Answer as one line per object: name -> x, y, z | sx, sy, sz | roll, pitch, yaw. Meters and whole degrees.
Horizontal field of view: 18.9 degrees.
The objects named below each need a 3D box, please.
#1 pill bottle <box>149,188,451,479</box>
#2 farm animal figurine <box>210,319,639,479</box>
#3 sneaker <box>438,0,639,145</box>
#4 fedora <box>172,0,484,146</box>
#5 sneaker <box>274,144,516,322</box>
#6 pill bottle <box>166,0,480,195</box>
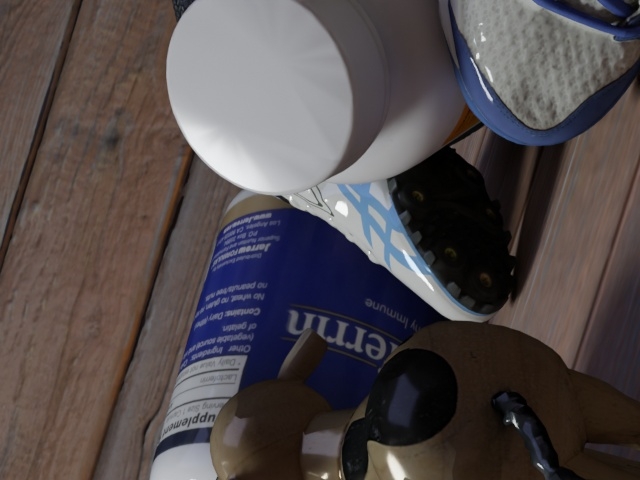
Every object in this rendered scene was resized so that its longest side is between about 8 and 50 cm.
pill bottle -> -0.012, 0.106, 1.108 | 0.153, 0.153, 0.264 | 117, 169, -62
farm animal figurine -> 0.002, 0.150, 0.693 | 0.327, 0.172, 0.330 | -90, 18, -74
sneaker -> 0.122, -0.157, 0.777 | 0.131, 0.112, 0.296 | -91, 16, -60
fedora -> 0.058, -0.207, 1.194 | 0.152, 0.334, 0.334 | 6, -77, -59
sneaker -> 0.019, -0.034, 1.054 | 0.085, 0.237, 0.086 | -8, -42, -46
pill bottle -> 0.031, -0.108, 0.958 | 0.246, 0.136, 0.136 | -34, -30, -54
